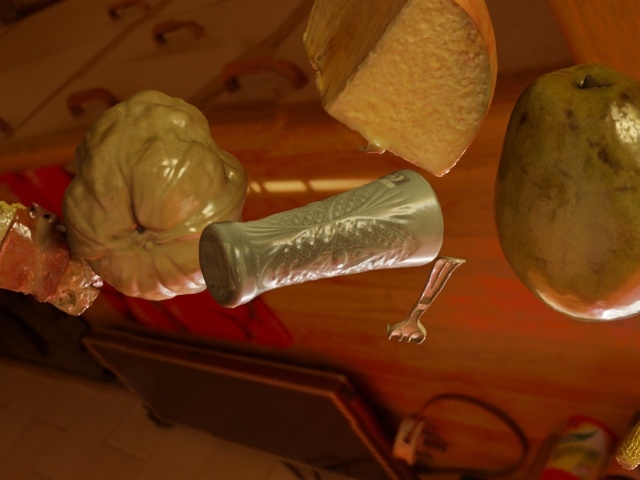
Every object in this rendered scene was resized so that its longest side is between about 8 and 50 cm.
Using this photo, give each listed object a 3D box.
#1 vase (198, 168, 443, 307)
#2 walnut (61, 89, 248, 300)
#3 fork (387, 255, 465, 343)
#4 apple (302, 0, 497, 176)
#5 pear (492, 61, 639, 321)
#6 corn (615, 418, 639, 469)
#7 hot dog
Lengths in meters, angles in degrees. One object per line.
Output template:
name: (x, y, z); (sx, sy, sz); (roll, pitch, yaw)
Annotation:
vase: (0.000, 0.000, 0.789); (0.096, 0.219, 0.096); (29, 126, 50)
walnut: (-0.239, -0.061, 1.260); (0.282, 0.253, 0.277); (44, -164, -30)
fork: (0.091, 0.057, 0.746); (0.034, 0.028, 0.219); (16, 157, -2)
apple: (0.100, -0.265, 1.166); (0.252, 0.309, 0.314); (-10, 126, 6)
pear: (0.326, -0.052, 1.022); (0.252, 0.253, 0.307); (13, 123, 37)
corn: (0.305, 0.179, 0.803); (0.027, 0.083, 0.028); (24, 149, 48)
hot dog: (-0.423, 0.022, 1.297); (0.213, 0.146, 0.103); (30, -168, -26)
